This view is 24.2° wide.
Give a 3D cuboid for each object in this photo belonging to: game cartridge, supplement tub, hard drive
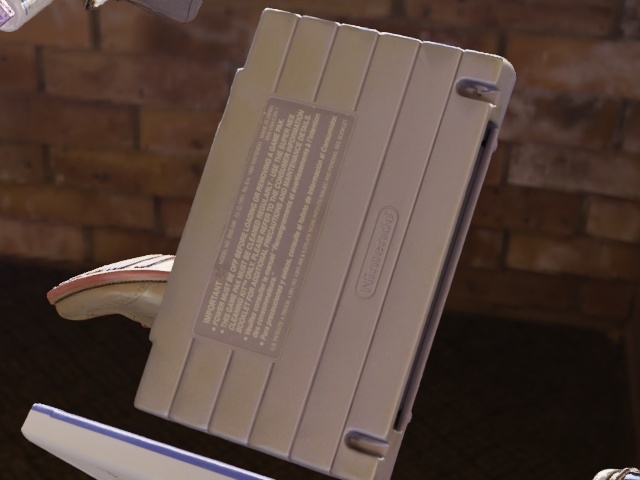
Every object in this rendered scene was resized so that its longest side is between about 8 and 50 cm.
[{"bbox_3d":[0.000,0.000,1.215,0.230,0.355,0.068,15,-6,27],"label":"game cartridge"},{"bbox_3d":[-0.456,-0.368,2.268,0.071,0.071,0.107,15,36,15],"label":"supplement tub"},{"bbox_3d":[-0.114,0.245,1.442,0.319,0.210,0.040,11,68,39],"label":"hard drive"}]

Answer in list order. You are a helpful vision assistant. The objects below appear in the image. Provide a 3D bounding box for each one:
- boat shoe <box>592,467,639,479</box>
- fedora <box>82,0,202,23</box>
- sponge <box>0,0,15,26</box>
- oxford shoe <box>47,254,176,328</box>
[{"bbox_3d":[0.226,0.264,1.057,0.075,0.206,0.065,16,-19,-41],"label":"boat shoe"},{"bbox_3d":[-0.165,-0.340,1.735,0.124,0.275,0.243,36,79,-9],"label":"fedora"},{"bbox_3d":[-0.518,-0.278,1.964,0.210,0.117,0.031,-36,14,15],"label":"sponge"},{"bbox_3d":[-0.188,0.083,1.823,0.348,0.130,0.123,-7,7,33],"label":"oxford shoe"}]
